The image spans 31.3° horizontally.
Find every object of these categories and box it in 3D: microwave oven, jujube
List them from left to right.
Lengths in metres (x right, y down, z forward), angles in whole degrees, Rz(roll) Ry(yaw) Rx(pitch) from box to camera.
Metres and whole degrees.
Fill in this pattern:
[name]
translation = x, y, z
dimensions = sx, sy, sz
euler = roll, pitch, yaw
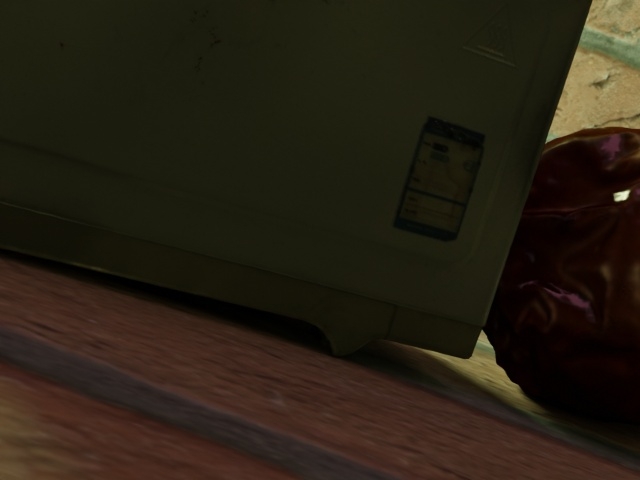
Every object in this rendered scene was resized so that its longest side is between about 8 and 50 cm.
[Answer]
[microwave oven]
translation = -0.057, -0.107, 0.723
dimensions = 0.354, 0.286, 0.218
euler = 14, 6, -20
[jujube]
translation = 0.242, 0.045, 0.849
dimensions = 0.216, 0.216, 0.342
euler = 24, -5, 32
